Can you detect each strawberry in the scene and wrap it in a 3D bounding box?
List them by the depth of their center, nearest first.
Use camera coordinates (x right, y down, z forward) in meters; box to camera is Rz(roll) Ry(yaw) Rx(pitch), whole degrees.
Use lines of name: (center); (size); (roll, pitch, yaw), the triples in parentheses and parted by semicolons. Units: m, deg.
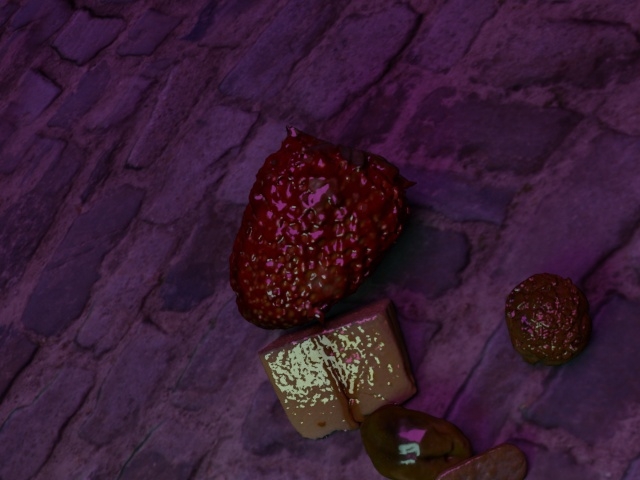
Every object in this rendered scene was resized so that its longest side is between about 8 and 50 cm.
strawberry: (0.001, 0.000, 1.400); (0.292, 0.292, 0.343); (13, 85, 33)

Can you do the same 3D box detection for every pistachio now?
pistachio: (0.134, 0.313, 1.257); (0.189, 0.100, 0.110); (12, 73, 32)

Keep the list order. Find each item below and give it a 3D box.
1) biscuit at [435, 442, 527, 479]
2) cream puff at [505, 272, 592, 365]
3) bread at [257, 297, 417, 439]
biscuit: (0.233, 0.345, 1.202); (0.147, 0.071, 0.018); (-25, 12, 1)
cream puff: (0.338, 0.114, 1.242); (0.126, 0.103, 0.144); (-11, 56, 25)
bread: (0.038, 0.221, 1.402); (0.240, 0.135, 0.178); (-22, 91, 17)
